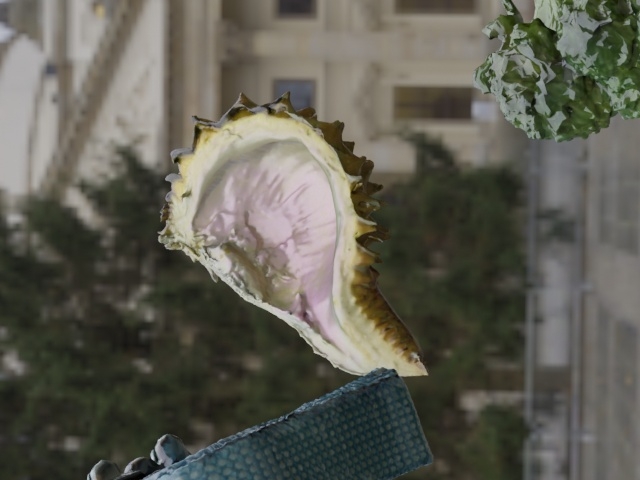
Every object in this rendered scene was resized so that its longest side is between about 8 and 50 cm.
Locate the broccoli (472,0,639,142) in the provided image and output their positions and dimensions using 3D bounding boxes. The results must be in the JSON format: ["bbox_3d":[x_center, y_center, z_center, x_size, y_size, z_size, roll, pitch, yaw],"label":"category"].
[{"bbox_3d":[0.206,-0.195,1.369,0.186,0.302,0.254,8,-100,-51],"label":"broccoli"}]

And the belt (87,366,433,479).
[{"bbox_3d":[-0.024,0.097,0.747,0.179,0.100,0.065,-14,-100,-57],"label":"belt"}]

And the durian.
[{"bbox_3d":[0.002,0.005,1.142,0.140,0.224,0.078,-49,-24,18],"label":"durian"}]
